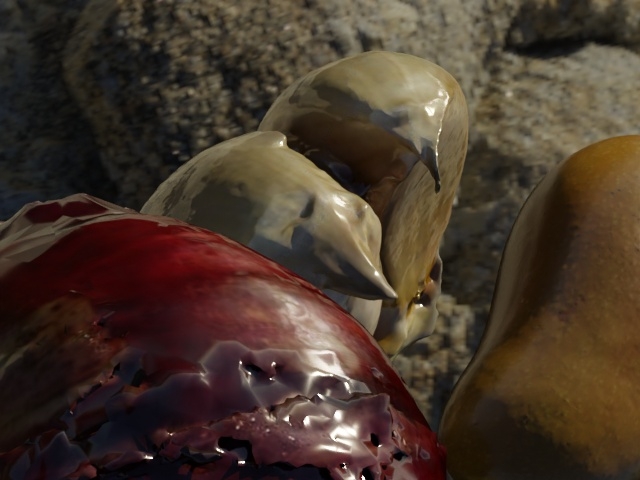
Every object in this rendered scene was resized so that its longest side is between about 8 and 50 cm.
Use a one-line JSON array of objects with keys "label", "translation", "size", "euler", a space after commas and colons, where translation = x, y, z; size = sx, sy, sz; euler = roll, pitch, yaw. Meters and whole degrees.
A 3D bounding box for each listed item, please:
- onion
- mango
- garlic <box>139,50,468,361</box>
[{"label": "onion", "translation": [-0.084, 0.098, 0.414], "size": [0.219, 0.252, 0.252], "euler": [31, 71, -46]}, {"label": "mango", "translation": [0.106, 0.032, 0.532], "size": [0.102, 0.085, 0.184], "euler": [48, 46, -14]}, {"label": "garlic", "translation": [0.000, 0.000, 1.016], "size": [0.286, 0.313, 0.249], "euler": [-25, 62, -4]}]
